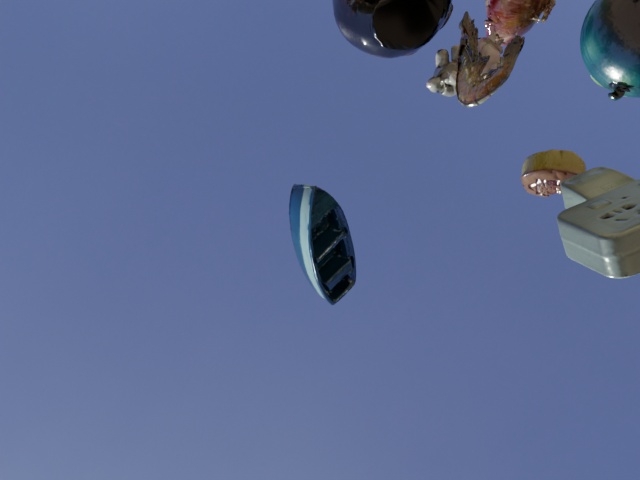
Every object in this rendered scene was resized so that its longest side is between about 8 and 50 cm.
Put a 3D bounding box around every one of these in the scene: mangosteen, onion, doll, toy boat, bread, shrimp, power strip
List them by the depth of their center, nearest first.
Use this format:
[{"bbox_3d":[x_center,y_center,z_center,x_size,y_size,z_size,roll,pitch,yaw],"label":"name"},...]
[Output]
[{"bbox_3d":[0.497,-0.023,1.172,0.229,0.141,0.261,-21,-163,-6],"label":"power strip"},{"bbox_3d":[0.278,-0.320,1.214,0.035,0.148,0.195,13,-112,-25],"label":"shrimp"},{"bbox_3d":[0.551,-0.375,1.217,0.199,0.186,0.321,21,-96,7],"label":"doll"},{"bbox_3d":[0.000,0.000,1.262,0.062,0.299,0.096,34,-115,32],"label":"toy boat"},{"bbox_3d":[0.171,-0.520,1.617,0.288,0.287,0.233,-1,-149,-21],"label":"mangosteen"},{"bbox_3d":[0.332,-0.387,1.647,0.095,0.192,0.149,46,-136,-32],"label":"doll"},{"bbox_3d":[0.470,-0.574,1.720,0.163,0.230,0.230,9,-136,23],"label":"onion"},{"bbox_3d":[0.541,-0.160,1.738,0.125,0.156,0.086,20,-111,-28],"label":"bread"}]
